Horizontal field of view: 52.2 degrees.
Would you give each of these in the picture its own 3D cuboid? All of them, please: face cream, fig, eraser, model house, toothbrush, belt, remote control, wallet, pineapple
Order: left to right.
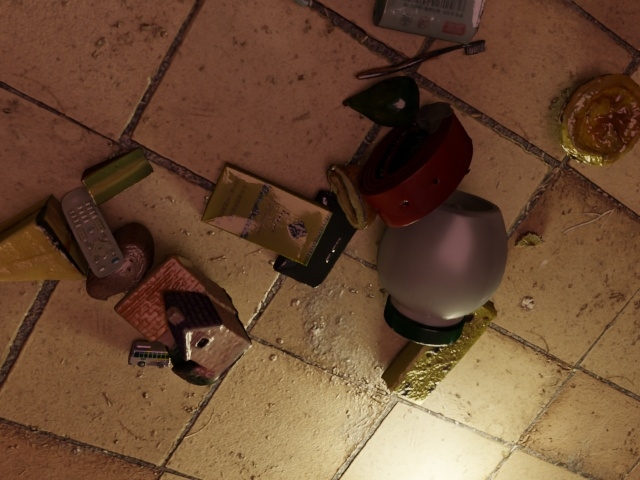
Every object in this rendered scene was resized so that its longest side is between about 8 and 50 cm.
[{"bbox_3d":[-0.501,-0.019,1.434,0.073,0.229,0.044,-30,160,-11],"label":"remote control"},{"bbox_3d":[-0.323,0.184,1.493,0.202,0.237,0.237,-38,136,4],"label":"model house"},{"bbox_3d":[0.000,0.000,1.637,0.149,0.044,0.250,27,104,-27],"label":"wallet"},{"bbox_3d":[0.141,-0.314,1.504,0.178,0.117,0.117,-4,115,0],"label":"fig"},{"bbox_3d":[0.227,-0.182,1.494,0.115,0.227,0.323,49,62,-29],"label":"belt"},{"bbox_3d":[0.235,-0.419,1.518,0.321,0.023,0.031,-15,113,-7],"label":"toothbrush"},{"bbox_3d":[0.244,-0.538,1.435,0.227,0.081,0.173,6,108,-16],"label":"eraser"},{"bbox_3d":[0.295,0.061,1.627,0.313,0.219,0.356,11,114,-1],"label":"face cream"},{"bbox_3d":[0.575,-0.004,1.788,0.083,0.019,0.045,0,117,-11],"label":"pineapple"}]

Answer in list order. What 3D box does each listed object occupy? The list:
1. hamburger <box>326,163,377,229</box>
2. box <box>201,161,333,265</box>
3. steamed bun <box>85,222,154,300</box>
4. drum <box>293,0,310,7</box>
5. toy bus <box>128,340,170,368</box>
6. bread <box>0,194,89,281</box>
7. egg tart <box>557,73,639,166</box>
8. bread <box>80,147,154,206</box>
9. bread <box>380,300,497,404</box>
[{"bbox_3d":[0.097,-0.122,1.569,0.102,0.087,0.176,-33,98,-24],"label":"hamburger"},{"bbox_3d":[-0.127,-0.061,1.553,0.279,0.041,0.153,23,106,-11],"label":"box"},{"bbox_3d":[-0.454,0.056,1.493,0.175,0.144,0.106,-41,118,11],"label":"steamed bun"},{"bbox_3d":[-0.121,-0.587,1.340,0.253,0.049,0.130,16,109,-20],"label":"drum"},{"bbox_3d":[-0.431,0.287,1.653,0.102,0.052,0.058,7,111,-18],"label":"toy bus"},{"bbox_3d":[-0.655,0.043,1.432,0.264,0.167,0.163,-29,118,4],"label":"bread"},{"bbox_3d":[0.697,-0.303,1.638,0.241,0.106,0.240,-5,111,-12],"label":"egg tart"},{"bbox_3d":[-0.445,-0.142,1.440,0.139,0.084,0.074,-22,116,-4],"label":"bread"},{"bbox_3d":[0.336,0.294,1.830,0.138,0.077,0.361,33,102,-25],"label":"bread"}]
